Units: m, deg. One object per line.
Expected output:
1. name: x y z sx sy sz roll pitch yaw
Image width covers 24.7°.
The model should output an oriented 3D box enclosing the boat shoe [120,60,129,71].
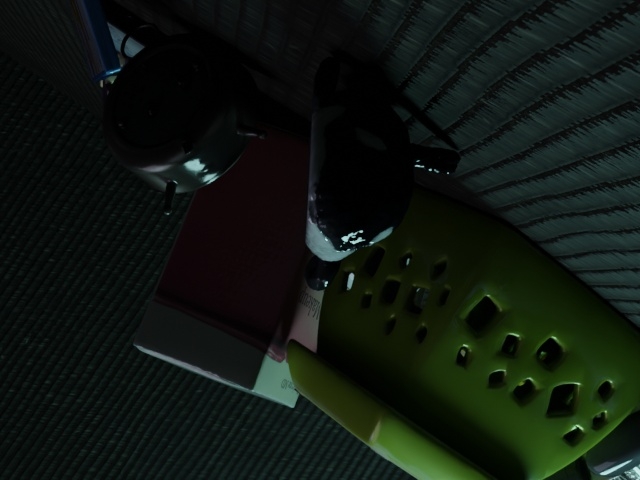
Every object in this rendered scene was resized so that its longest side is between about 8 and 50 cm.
1. boat shoe: -0.178 -0.138 1.660 0.080 0.076 0.228 35 -179 15

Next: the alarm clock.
1. alarm clock: -0.128 -0.122 1.231 0.064 0.129 0.192 41 -166 -50

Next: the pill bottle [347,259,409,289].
1. pill bottle: 0.027 -0.002 1.498 0.169 0.094 0.094 22 171 28

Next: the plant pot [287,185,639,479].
1. plant pot: 0.116 0.102 1.263 0.227 0.207 0.228 36 177 -28

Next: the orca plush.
1. orca plush: 0.042 -0.037 0.996 0.102 0.151 0.287 3 173 -1

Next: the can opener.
1. can opener: 0.204 0.193 1.311 0.095 0.283 0.076 16 -129 -61

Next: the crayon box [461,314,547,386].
1. crayon box: 0.252 0.147 1.597 0.202 0.081 0.318 31 175 43

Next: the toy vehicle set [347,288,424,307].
1. toy vehicle set: 0.000 0.000 1.652 0.267 0.035 0.166 35 -152 -5

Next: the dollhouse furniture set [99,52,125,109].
1. dollhouse furniture set: -0.222 -0.212 1.743 0.081 0.091 0.114 -5 -144 -16

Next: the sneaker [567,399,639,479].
1. sneaker: 0.297 0.242 1.453 0.343 0.146 0.134 54 -168 -31

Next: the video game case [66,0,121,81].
1. video game case: -0.194 -0.191 1.203 0.166 0.015 0.119 -163 55 -77

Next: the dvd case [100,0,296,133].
1. dvd case: -0.128 -0.161 1.462 0.253 0.022 0.180 34 176 12

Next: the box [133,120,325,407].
1. box: -0.055 0.022 1.360 0.127 0.232 0.148 19 174 18
